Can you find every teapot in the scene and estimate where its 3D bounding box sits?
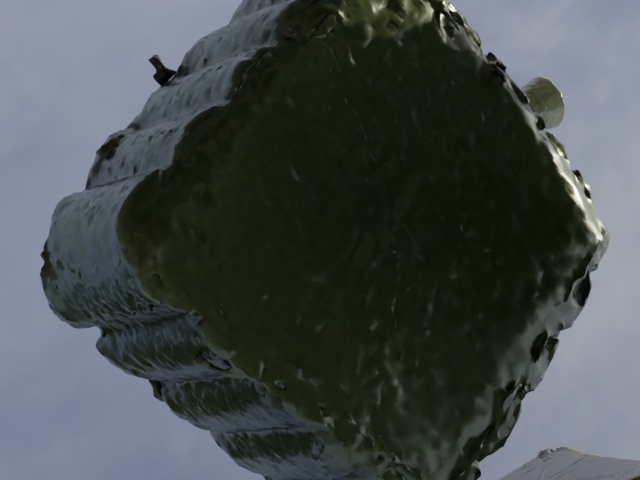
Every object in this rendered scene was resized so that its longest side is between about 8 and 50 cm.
[{"bbox_3d":[0.208,-0.126,1.460,0.083,0.057,0.067,-25,-101,-32],"label":"teapot"}]

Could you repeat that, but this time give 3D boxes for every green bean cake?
[{"bbox_3d":[0.000,0.000,0.997,0.319,0.335,0.218,-52,-163,-27],"label":"green bean cake"}]

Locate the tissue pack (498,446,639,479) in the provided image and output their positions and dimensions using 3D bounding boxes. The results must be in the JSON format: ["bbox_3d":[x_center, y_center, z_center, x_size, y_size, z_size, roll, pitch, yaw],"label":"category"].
[{"bbox_3d":[0.227,0.366,1.072,0.228,0.293,0.382,-31,-92,-8],"label":"tissue pack"}]
